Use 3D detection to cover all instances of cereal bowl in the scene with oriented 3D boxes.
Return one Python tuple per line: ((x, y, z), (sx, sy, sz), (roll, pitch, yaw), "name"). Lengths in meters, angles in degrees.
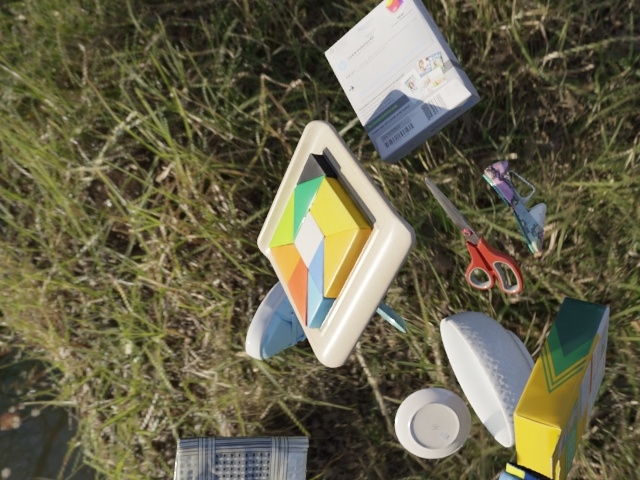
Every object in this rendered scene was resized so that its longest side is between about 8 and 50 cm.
((0.434, 0.319, 1.656), (0.141, 0.339, 0.338), (-25, 73, -4), "cereal bowl")

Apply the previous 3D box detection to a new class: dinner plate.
((0.209, 0.340, 1.246), (0.141, 0.017, 0.141), (0, 102, 0), "dinner plate")

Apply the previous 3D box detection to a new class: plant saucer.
((0.160, 0.172, 1.593), (0.119, 0.119, 0.021), (39, 84, 19), "plant saucer")

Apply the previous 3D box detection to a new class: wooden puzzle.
((0.000, 0.000, 0.832), (0.238, 0.044, 0.220), (55, 131, 41), "wooden puzzle")

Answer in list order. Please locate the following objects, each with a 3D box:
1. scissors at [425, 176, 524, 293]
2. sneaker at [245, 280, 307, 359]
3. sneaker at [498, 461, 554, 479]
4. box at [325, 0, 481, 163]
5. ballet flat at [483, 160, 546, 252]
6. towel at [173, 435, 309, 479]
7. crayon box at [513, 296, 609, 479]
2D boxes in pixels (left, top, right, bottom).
((0.281, -0.006, 1.206), (0.109, 0.297, 0.021), (0, 45, 36), "scissors")
((0.007, 0.131, 1.386), (0.150, 0.135, 0.366), (23, 46, 31), "sneaker")
((0.294, 0.351, 0.853), (0.069, 0.209, 0.082), (23, 83, -16), "sneaker")
((0.103, -0.218, 0.892), (0.145, 0.038, 0.186), (-36, 70, 27), "box")
((0.446, -0.082, 1.490), (0.079, 0.077, 0.221), (-33, 78, 17), "ballet flat")
((-0.190, 0.610, 1.571), (0.313, 0.056, 0.324), (4, 101, -13), "towel")
((0.418, 0.284, 1.182), (0.083, 0.203, 0.323), (13, 49, 31), "crayon box")
